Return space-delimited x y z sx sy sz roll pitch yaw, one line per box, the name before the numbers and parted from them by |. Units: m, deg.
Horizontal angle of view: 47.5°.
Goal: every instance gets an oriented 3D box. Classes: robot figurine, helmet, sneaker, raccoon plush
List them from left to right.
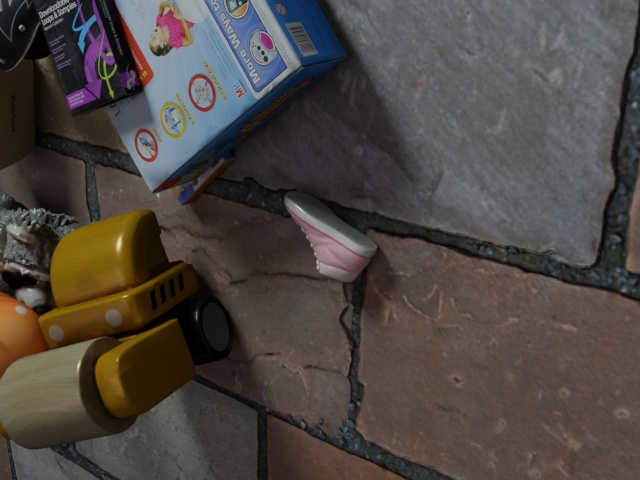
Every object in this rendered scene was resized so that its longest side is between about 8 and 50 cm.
raccoon plush | -0.549 -0.063 1.201 0.299 0.216 0.446 -38 83 33
robot figurine | -0.463 0.141 1.036 0.219 0.128 0.158 7 94 55
helmet | -0.430 -0.326 1.018 0.169 0.161 0.169 15 116 33
sneaker | 0.000 0.000 0.886 0.134 0.051 0.070 36 121 16

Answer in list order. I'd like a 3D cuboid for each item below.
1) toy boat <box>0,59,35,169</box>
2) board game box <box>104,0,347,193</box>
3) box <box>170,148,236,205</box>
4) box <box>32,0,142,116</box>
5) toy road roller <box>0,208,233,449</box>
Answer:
toy boat | -0.546 -0.228 1.143 0.151 0.151 0.231 16 117 11
board game box | -0.165 -0.259 0.852 0.302 0.086 0.308 -30 89 41
box | -0.170 -0.115 0.989 0.136 0.028 0.081 -38 82 42
box | -0.284 -0.241 0.874 0.116 0.029 0.162 -9 101 40
toy road roller | -0.286 0.100 0.966 0.202 0.329 0.240 -16 98 21
